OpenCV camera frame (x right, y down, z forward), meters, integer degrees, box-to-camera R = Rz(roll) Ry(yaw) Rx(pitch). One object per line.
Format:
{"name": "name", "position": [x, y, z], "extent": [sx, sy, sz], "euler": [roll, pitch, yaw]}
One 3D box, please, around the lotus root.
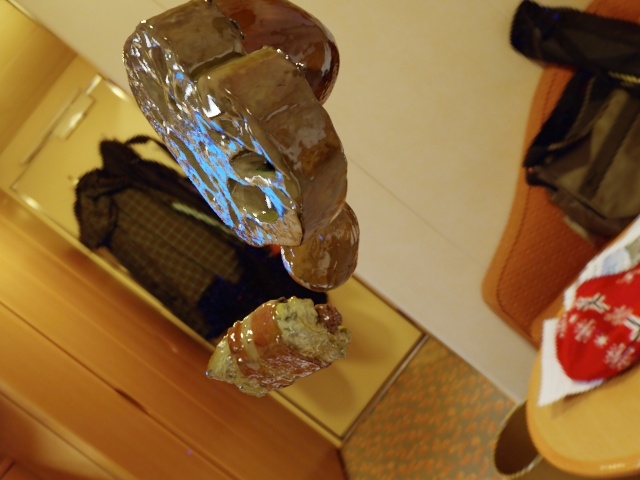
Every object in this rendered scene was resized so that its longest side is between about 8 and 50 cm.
{"name": "lotus root", "position": [-0.120, -0.140, 1.082], "extent": [0.111, 0.390, 0.375], "euler": [-41, -36, -21]}

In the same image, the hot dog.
{"name": "hot dog", "position": [-0.060, 0.146, 1.112], "extent": [0.213, 0.146, 0.103], "euler": [-24, 48, 24]}

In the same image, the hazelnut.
{"name": "hazelnut", "position": [-0.155, -0.394, 1.785], "extent": [0.420, 0.353, 0.421], "euler": [-20, 7, 3]}

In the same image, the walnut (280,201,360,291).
{"name": "walnut", "position": [0.000, 0.000, 1.552], "extent": [0.167, 0.167, 0.207], "euler": [-64, -22, -65]}
